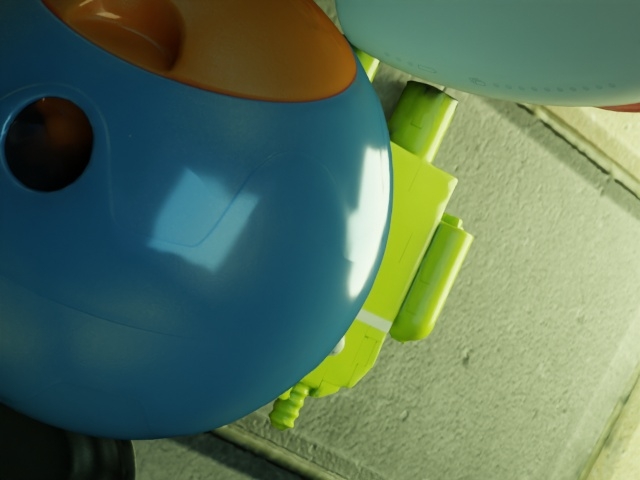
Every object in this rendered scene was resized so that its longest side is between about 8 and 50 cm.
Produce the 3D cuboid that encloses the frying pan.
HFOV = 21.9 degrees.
[{"bbox_3d":[-0.218,0.224,1.083,0.197,0.053,0.326,-10,121,-30],"label":"frying pan"}]

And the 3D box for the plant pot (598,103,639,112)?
[{"bbox_3d":[0.256,-0.255,1.167,0.243,0.275,0.275,-30,121,-39],"label":"plant pot"}]

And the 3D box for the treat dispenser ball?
[{"bbox_3d":[-0.103,-0.031,0.934,0.288,0.288,0.288,-12,112,-34],"label":"treat dispenser ball"}]

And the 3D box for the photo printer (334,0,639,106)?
[{"bbox_3d":[0.121,-0.230,1.021,0.107,0.256,0.307,-43,136,-48],"label":"photo printer"}]

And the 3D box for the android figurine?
[{"bbox_3d":[0.000,0.000,1.174,0.248,0.056,0.273,28,85,-39],"label":"android figurine"}]
